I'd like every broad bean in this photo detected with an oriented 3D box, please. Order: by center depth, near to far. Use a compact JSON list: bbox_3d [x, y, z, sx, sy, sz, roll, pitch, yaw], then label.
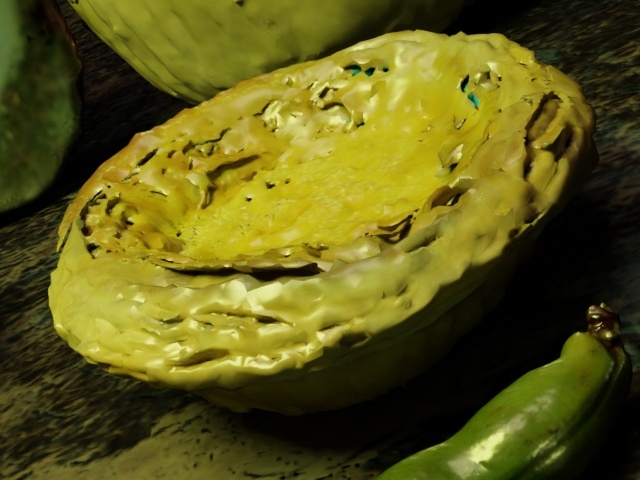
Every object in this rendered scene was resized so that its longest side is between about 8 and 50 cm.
[{"bbox_3d":[0.009,0.101,0.503,0.256,0.052,0.052,-29,-16,-10],"label":"broad bean"}]

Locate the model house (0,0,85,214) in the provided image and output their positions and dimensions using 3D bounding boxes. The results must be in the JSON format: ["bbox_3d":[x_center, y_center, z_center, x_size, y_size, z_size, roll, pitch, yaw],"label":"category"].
[{"bbox_3d":[-0.367,-0.180,1.185,0.297,0.360,0.339,-28,11,-5],"label":"model house"}]

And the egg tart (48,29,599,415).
[{"bbox_3d":[0.000,0.000,0.675,0.291,0.107,0.291,-17,24,8],"label":"egg tart"}]

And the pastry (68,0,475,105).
[{"bbox_3d":[-0.030,-0.288,1.070,0.389,0.312,0.388,-26,20,10],"label":"pastry"}]
